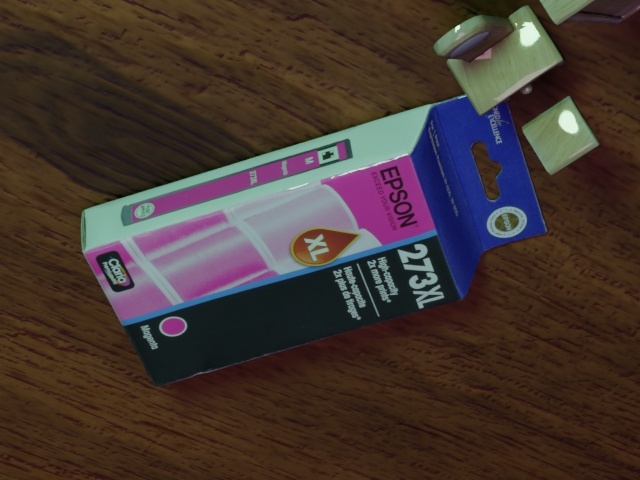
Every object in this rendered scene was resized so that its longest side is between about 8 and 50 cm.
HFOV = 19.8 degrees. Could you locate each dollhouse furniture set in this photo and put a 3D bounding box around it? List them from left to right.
[{"bbox_3d":[0.292,-0.066,1.326,0.303,0.174,0.355,-33,82,22],"label":"dollhouse furniture set"}]

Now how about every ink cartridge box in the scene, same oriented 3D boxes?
[{"bbox_3d":[0.000,0.000,1.555,0.371,0.069,0.175,-18,130,6],"label":"ink cartridge box"}]
